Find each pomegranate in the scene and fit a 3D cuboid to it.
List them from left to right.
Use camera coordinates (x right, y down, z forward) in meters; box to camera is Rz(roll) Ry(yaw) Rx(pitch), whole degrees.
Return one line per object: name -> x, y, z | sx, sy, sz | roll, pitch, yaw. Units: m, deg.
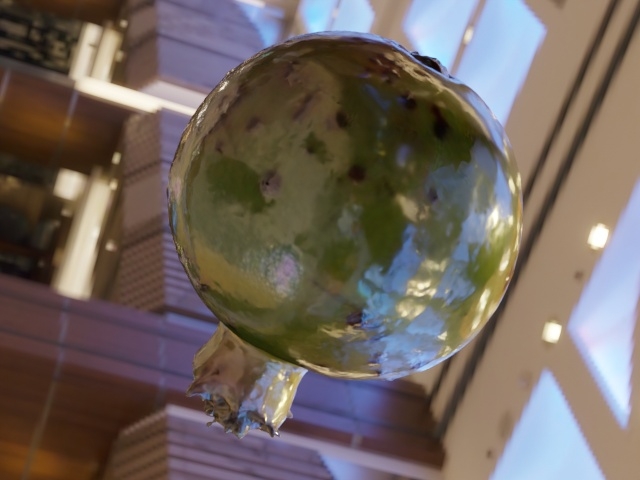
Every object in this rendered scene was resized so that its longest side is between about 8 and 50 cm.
pomegranate -> 0.002, -0.008, 0.449 | 0.130, 0.130, 0.130 | -164, -90, -75
